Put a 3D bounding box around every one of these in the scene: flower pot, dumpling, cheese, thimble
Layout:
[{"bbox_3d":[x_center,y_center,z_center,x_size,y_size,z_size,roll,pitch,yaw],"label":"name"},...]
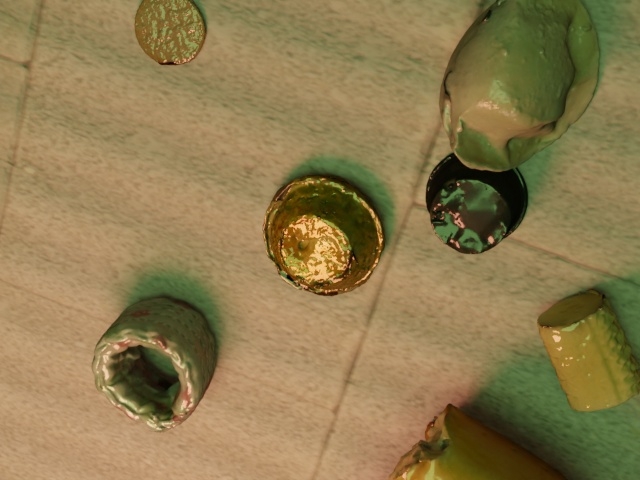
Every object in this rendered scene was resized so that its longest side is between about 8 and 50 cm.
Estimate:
[{"bbox_3d":[0.228,-0.051,1.591,0.157,0.107,0.157,4,109,13],"label":"flower pot"},{"bbox_3d":[0.294,-0.224,1.493,0.227,0.175,0.243,17,134,-24],"label":"dumpling"},{"bbox_3d":[0.413,0.172,1.635,0.123,0.094,0.167,-23,107,11],"label":"cheese"},{"bbox_3d":[-0.273,0.212,1.795,0.185,0.149,0.211,-15,106,17],"label":"thimble"}]

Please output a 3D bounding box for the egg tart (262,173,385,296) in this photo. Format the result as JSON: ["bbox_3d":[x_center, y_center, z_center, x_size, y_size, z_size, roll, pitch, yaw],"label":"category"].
[{"bbox_3d":[-0.001,0.000,1.681,0.212,0.090,0.212,7,114,16],"label":"egg tart"}]

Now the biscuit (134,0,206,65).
[{"bbox_3d":[-0.234,-0.330,1.654,0.120,0.015,0.120,5,111,13],"label":"biscuit"}]

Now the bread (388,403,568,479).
[{"bbox_3d":[0.253,0.477,1.711,0.394,0.250,0.361,30,117,-2],"label":"bread"}]
